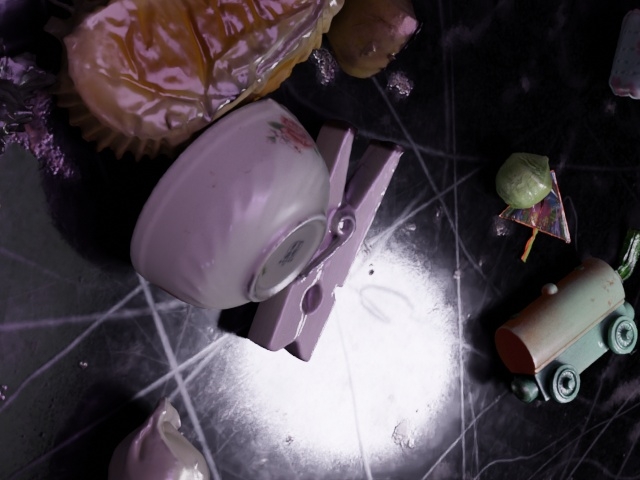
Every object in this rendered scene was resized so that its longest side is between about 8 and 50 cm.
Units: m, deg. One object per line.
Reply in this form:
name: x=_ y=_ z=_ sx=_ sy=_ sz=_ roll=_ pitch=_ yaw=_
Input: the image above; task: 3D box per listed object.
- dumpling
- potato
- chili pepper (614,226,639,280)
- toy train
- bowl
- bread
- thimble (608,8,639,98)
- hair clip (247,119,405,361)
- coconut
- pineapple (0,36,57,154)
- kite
dumpling: x=-0.208 y=0.324 z=1.618 sx=0.132 sy=0.162 sz=0.250 roll=1 pitch=88 yaw=-3
potato: x=0.054 y=-0.304 z=1.684 sx=0.098 sy=0.243 sz=0.138 roll=31 pitch=116 yaw=-16
chili pepper: x=0.533 y=0.034 z=2.219 sx=0.055 sy=0.035 sz=0.118 roll=37 pitch=86 yaw=-26
toy train: x=0.409 y=0.150 z=2.103 sx=0.285 sy=0.116 sz=0.177 roll=-33 pitch=107 yaw=-28
bowl: x=-0.087 y=-0.021 z=1.541 sx=0.277 sy=0.145 sz=0.277 roll=-41 pitch=160 yaw=-18
bread: x=-0.146 y=-0.246 z=1.520 sx=0.388 sy=0.183 sz=0.236 roll=-30 pitch=102 yaw=-23
thimble: x=0.583 y=-0.294 z=2.082 sx=0.211 sy=0.185 sz=0.149 roll=0 pitch=103 yaw=-54
hair clip: x=0.003 y=0.001 z=1.739 sx=0.101 sy=0.085 sz=0.331 roll=23 pitch=87 yaw=-38
coconut: x=0.322 y=-0.097 z=1.981 sx=0.096 sy=0.088 sz=0.088 roll=-45 pitch=131 yaw=14
pineapple: x=-0.404 y=-0.058 z=1.330 sx=0.202 sy=0.202 sz=0.362 roll=46 pitch=64 yaw=-36
kite: x=0.360 y=-0.040 z=2.072 sx=0.190 sy=0.010 sz=0.159 roll=16 pitch=91 yaw=-40
